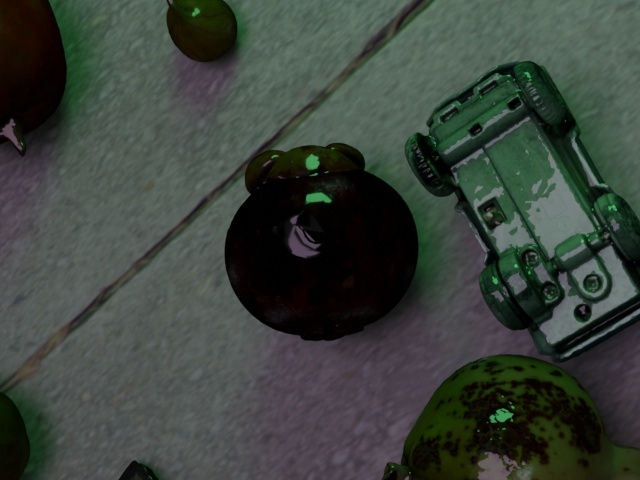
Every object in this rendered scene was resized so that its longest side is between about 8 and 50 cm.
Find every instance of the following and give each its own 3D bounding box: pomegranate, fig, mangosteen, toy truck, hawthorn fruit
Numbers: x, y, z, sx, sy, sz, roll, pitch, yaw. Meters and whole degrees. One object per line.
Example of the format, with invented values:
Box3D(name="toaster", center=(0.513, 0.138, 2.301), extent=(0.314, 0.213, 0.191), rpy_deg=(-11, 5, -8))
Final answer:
Box3D(name="pomegranate", center=(0.205, 0.229, 1.207), extent=(0.276, 0.204, 0.222), rpy_deg=(18, 114, 29))
Box3D(name="fig", center=(-0.449, 0.227, 1.553), extent=(0.233, 0.167, 0.167), rpy_deg=(27, 95, 19))
Box3D(name="fig", center=(-0.139, -0.242, 1.500), extent=(0.082, 0.098, 0.084), rpy_deg=(-15, 88, 22))
Box3D(name="mangosteen", center=(0.000, 0.000, 1.348), extent=(0.209, 0.210, 0.210), rpy_deg=(-4, 81, 25))
Box3D(name="toy truck", center=(0.207, -0.030, 1.270), extent=(0.155, 0.156, 0.279), rpy_deg=(-34, 70, 18))
Box3D(name="hawthorn fruit", center=(-0.397, -0.207, 1.564), extent=(0.215, 0.215, 0.250), rpy_deg=(-31, 69, 19))

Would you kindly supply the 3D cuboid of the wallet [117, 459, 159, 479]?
Box3D(name="wallet", center=(-0.245, 0.416, 1.492), extent=(0.170, 0.044, 0.321), rpy_deg=(42, 101, 26))
